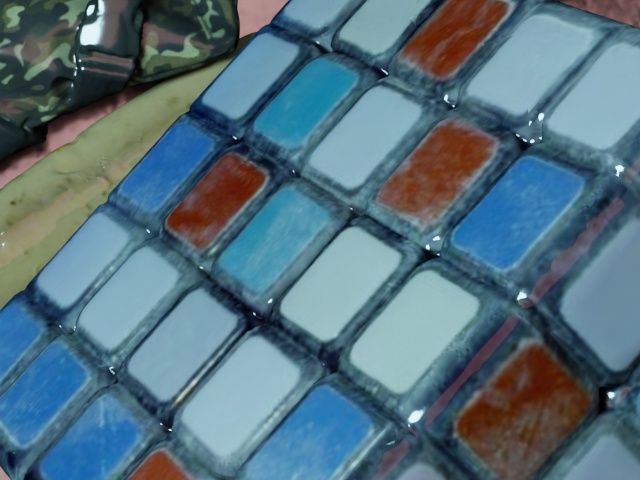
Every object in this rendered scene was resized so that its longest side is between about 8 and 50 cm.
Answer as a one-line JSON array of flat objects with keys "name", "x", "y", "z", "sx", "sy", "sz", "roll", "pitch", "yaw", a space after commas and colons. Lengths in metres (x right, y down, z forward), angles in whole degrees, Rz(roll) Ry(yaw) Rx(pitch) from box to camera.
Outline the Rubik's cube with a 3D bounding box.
[{"name": "Rubik's cube", "x": 0.065, "y": 0.084, "z": 0.799, "sx": 0.287, "sy": 0.293, "sz": 0.292, "roll": -49, "pitch": 121, "yaw": -6}]

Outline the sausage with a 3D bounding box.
[{"name": "sausage", "x": -0.131, "y": -0.005, "z": 0.933, "sx": 0.301, "sy": 0.066, "sz": 0.066, "roll": -37, "pitch": 93, "yaw": -8}]

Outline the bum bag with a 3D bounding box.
[{"name": "bum bag", "x": -0.150, "y": -0.091, "z": 0.927, "sx": 0.248, "sy": 0.069, "sz": 0.102, "roll": -27, "pitch": 84, "yaw": 0}]
